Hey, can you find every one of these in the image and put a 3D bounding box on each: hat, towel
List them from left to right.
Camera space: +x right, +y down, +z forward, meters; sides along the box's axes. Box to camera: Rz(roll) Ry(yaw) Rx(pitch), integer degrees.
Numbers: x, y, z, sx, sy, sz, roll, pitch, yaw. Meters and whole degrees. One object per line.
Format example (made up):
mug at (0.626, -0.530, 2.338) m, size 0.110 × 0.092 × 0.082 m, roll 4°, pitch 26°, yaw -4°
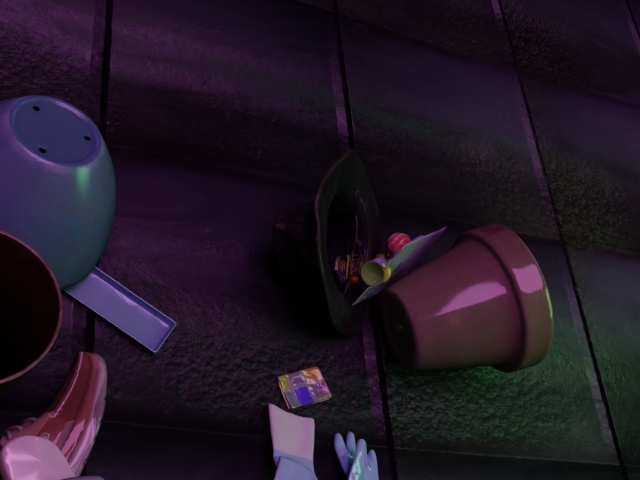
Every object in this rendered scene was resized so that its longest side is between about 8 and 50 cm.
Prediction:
towel at (-0.026, 0.238, 1.458) m, size 0.083 × 0.009 × 0.060 m, roll -8°, pitch 65°, yaw -34°
hat at (0.000, 0.000, 1.512) m, size 0.134 × 0.331 × 0.331 m, roll 4°, pitch 47°, yaw 20°

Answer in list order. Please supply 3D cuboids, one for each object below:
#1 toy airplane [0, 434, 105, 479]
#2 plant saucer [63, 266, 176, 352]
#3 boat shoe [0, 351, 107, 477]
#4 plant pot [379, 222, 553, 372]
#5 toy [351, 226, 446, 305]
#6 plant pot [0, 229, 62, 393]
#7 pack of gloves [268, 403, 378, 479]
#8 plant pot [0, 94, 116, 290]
toy airplane at (-0.230, 0.444, 0.965) m, size 0.386 × 0.272 × 0.384 m, roll 21°, pitch 67°, yaw -6°
plant saucer at (-0.317, 0.098, 1.380) m, size 0.192 × 0.018 × 0.067 m, roll 35°, pitch 49°, yaw -4°
boat shoe at (-0.364, 0.279, 1.164) m, size 0.117 × 0.123 × 0.324 m, roll 22°, pitch 49°, yaw -13°
plant pot at (0.235, 0.121, 1.553) m, size 0.229 × 0.263 × 0.263 m, roll -14°, pitch 67°, yaw -18°
toy at (0.126, 0.028, 1.551) m, size 0.056 × 0.137 × 0.237 m, roll 43°, pitch 24°, yaw 10°
plant pot at (-0.461, 0.127, 1.134) m, size 0.216 × 0.230 × 0.215 m, roll 15°, pitch 54°, yaw -22°
pack of gloves at (0.019, 0.344, 1.337) m, size 0.195 × 0.046 × 0.232 m, roll 25°, pitch 28°, yaw -19°
plant pot at (-0.416, -0.095, 1.302) m, size 0.290 × 0.195 × 0.290 m, roll 24°, pitch 40°, yaw -22°
